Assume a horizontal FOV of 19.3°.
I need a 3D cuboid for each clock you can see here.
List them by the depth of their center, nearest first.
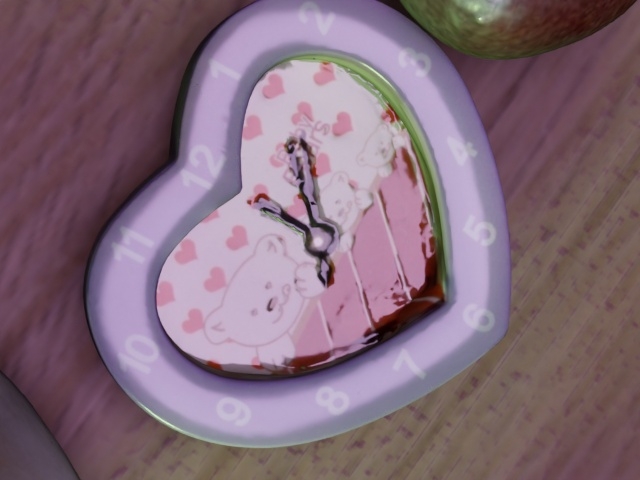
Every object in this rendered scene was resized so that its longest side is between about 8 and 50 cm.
[{"bbox_3d":[0.000,0.000,0.807,0.172,0.064,0.198,27,87,-10],"label":"clock"}]

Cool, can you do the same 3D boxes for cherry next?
[{"bbox_3d":[0.107,-0.120,0.790,0.188,0.148,0.115,34,112,-10],"label":"cherry"}]

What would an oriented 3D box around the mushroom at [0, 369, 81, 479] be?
[{"bbox_3d":[-0.201,0.069,0.762,0.270,0.103,0.118,40,79,1],"label":"mushroom"}]
